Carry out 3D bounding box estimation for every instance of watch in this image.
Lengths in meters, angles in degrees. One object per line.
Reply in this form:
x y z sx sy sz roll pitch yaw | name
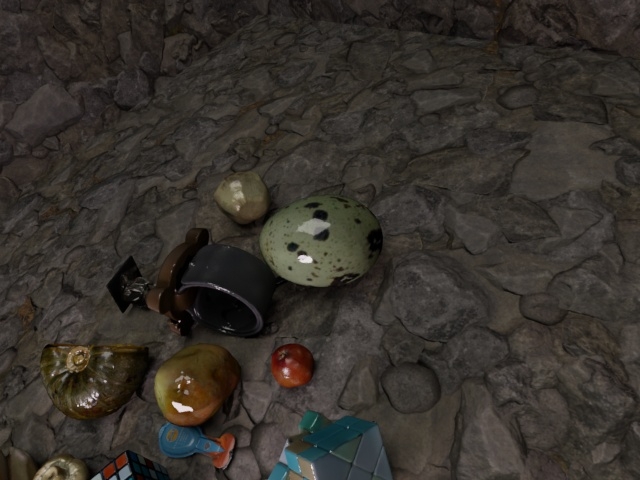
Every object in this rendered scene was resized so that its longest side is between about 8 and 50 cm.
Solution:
-0.308 0.166 1.361 0.327 0.335 0.313 13 50 8 | watch

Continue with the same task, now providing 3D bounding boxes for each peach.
-0.334 0.393 1.211 0.236 0.214 0.214 -24 43 -27 | peach

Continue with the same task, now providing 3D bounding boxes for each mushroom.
-0.714 0.664 1.198 0.148 0.112 0.148 -9 41 8 | mushroom

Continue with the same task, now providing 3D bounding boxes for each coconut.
-0.306 -0.172 1.689 0.225 0.224 0.224 -12 48 13 | coconut

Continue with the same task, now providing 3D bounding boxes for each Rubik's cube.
0.030 0.494 0.961 0.266 0.224 0.213 -12 -5 -33 | Rubik's cube
-0.467 0.660 1.054 0.184 0.182 0.187 -39 49 -14 | Rubik's cube

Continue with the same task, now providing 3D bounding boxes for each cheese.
-0.346 0.553 1.197 0.257 0.037 0.106 4 55 24 | cheese

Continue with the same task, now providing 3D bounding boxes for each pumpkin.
-0.698 0.431 1.358 0.326 0.242 0.231 0 81 17 | pumpkin

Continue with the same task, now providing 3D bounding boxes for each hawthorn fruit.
-0.077 0.338 1.213 0.125 0.140 0.125 -2 19 1 | hawthorn fruit

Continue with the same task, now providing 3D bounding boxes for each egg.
0.000 0.000 1.342 0.380 0.287 0.287 4 52 6 | egg

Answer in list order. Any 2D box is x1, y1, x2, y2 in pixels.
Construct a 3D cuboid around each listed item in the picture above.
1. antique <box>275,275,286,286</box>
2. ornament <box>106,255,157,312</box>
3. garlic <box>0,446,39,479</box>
-0.076 0.100 1.482 0.192 0.015 0.031 -29 45 -4 | antique
-0.616 0.179 1.568 0.196 0.166 0.153 9 45 14 | ornament
-0.915 0.702 1.180 0.325 0.279 0.132 26 100 28 | garlic
